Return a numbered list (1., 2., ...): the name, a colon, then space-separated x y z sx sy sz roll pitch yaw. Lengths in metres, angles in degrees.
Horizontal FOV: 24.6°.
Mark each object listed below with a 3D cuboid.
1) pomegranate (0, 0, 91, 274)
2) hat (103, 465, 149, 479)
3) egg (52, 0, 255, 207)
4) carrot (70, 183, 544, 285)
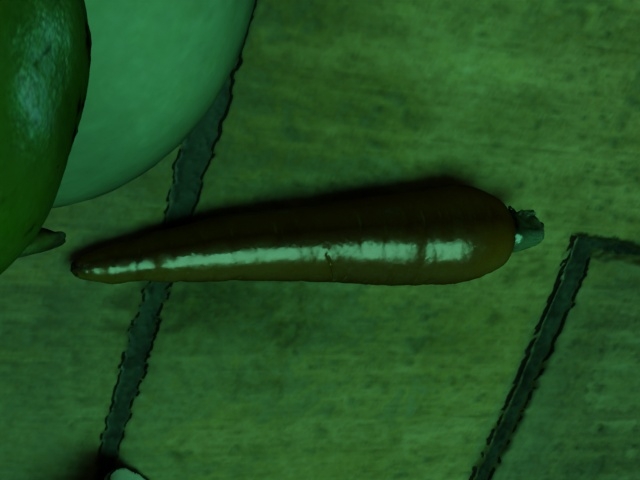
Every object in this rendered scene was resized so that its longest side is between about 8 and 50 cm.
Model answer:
1. pomegranate: -0.157 -0.036 0.468 0.181 0.181 0.224 -23 147 -13
2. hat: -0.183 0.289 1.005 0.161 0.232 0.275 22 95 0
3. egg: -0.154 -0.173 0.625 0.258 0.258 0.352 -25 124 -12
4. carrot: 0.000 0.000 0.975 0.336 0.069 0.069 -3 123 -20
